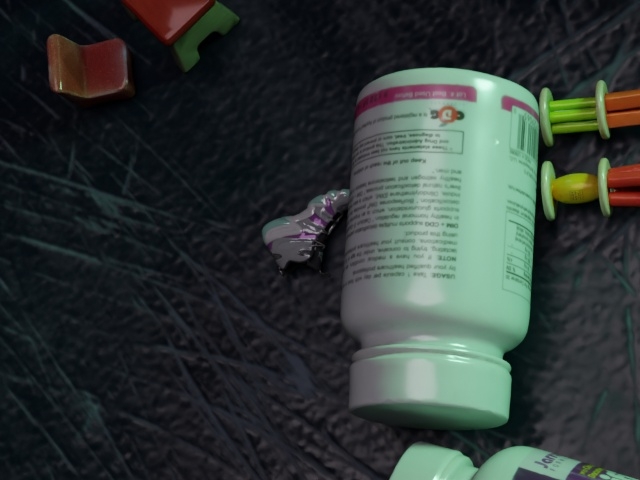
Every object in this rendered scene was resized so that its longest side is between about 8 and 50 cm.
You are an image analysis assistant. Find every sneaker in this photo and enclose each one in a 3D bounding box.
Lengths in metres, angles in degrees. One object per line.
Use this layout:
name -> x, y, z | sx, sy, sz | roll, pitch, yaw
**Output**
sneaker -> 0.000, 0.000, 1.556 | 0.098, 0.038, 0.069 | -29, 69, 18

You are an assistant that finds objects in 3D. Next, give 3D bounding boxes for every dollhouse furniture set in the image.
dollhouse furniture set -> -0.286, -0.284, 1.663 | 0.201, 0.152, 0.374 | -45, 67, 1

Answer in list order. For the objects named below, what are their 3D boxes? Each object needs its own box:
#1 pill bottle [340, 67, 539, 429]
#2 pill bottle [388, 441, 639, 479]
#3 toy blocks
pill bottle -> 0.100, 0.011, 1.452 | 0.160, 0.160, 0.283 | 0, 74, 17
pill bottle -> 0.199, 0.259, 1.345 | 0.301, 0.169, 0.169 | 15, 80, 20
toy blocks -> 0.267, -0.081, 1.484 | 0.148, 0.054, 0.123 | -4, 74, 17
